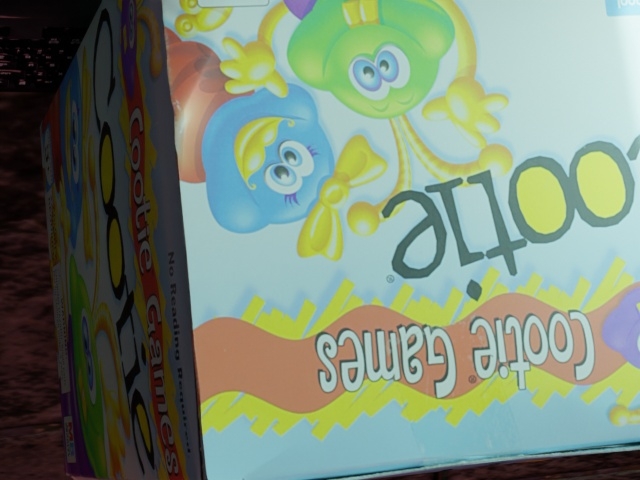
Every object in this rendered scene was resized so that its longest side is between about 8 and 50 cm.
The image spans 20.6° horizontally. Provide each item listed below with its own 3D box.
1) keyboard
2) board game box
[{"bbox_3d":[-0.041,-0.068,0.658,0.192,0.038,0.100,-2,156,-14],"label":"keyboard"},{"bbox_3d":[0.000,0.000,0.549,0.144,0.142,0.275,-4,174,-15],"label":"board game box"}]
